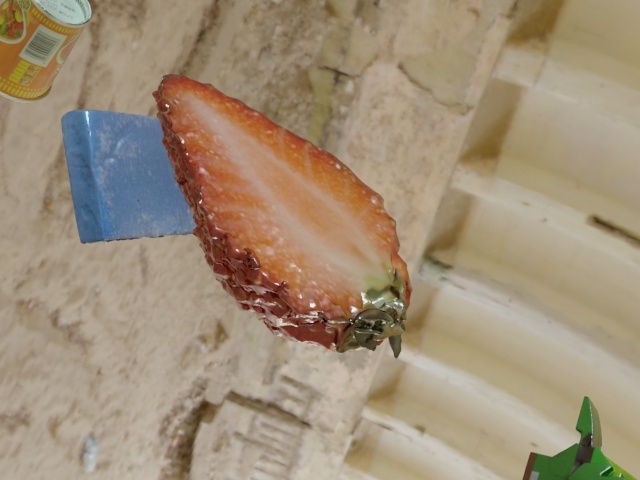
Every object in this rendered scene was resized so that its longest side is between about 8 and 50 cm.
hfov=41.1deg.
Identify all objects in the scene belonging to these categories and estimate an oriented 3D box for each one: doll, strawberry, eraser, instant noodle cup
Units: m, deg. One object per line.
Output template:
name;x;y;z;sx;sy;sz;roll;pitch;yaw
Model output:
doll;0.283;0.259;0.823;0.134;0.186;0.106;-43;133;-4
strawberry;-0.036;-0.001;0.617;0.175;0.236;0.106;3;135;-41
eraser;-0.181;-0.075;1.020;0.312;0.043;0.144;-7;89;-65
instant noodle cup;-0.485;-0.352;1.440;0.185;0.168;0.168;-38;-169;33
